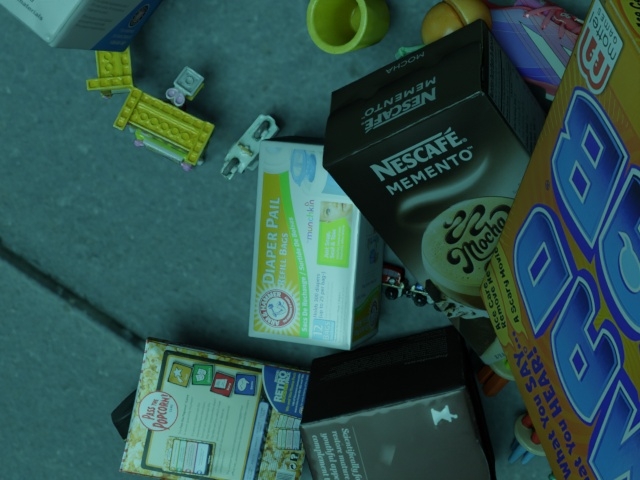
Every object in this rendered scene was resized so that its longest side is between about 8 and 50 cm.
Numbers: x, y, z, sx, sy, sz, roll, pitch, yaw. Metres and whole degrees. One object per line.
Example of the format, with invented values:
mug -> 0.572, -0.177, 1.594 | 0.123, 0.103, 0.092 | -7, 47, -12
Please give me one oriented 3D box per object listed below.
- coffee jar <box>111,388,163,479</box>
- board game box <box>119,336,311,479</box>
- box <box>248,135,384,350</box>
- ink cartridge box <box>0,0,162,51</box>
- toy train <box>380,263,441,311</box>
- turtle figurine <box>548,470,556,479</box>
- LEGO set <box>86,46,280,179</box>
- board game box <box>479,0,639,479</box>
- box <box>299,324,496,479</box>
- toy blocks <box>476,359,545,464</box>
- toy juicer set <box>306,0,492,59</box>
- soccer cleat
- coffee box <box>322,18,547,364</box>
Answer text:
coffee jar -> -0.148, 0.238, 1.694 | 0.096, 0.079, 0.184 | -37, 93, 24
board game box -> -0.107, 0.194, 1.628 | 0.193, 0.045, 0.147 | 12, 90, -4
box -> 0.000, 0.000, 1.531 | 0.114, 0.103, 0.203 | 6, 98, 17
ink cartridge box -> -0.169, -0.333, 1.396 | 0.129, 0.223, 0.307 | 40, 100, 5
toy train -> 0.072, 0.042, 1.583 | 0.158, 0.027, 0.036 | 13, 100, 15
turtle figurine -> 0.321, 0.208, 1.489 | 0.118, 0.175, 0.234 | 27, 124, -10
LEGO set -> -0.179, -0.167, 1.581 | 0.132, 0.107, 0.287 | -42, 86, -9
board game box -> 0.381, 0.045, 1.164 | 0.356, 0.356, 0.357 | -4, 139, -18
box -> 0.083, 0.206, 1.518 | 0.167, 0.203, 0.169 | -13, 102, 7
toy blocks -> 0.210, 0.160, 1.558 | 0.123, 0.054, 0.148 | 43, 133, 13
toy juicer set -> 0.105, -0.316, 1.374 | 0.209, 0.089, 0.329 | 19, 105, 31
soccer cleat -> 0.223, -0.182, 1.412 | 0.248, 0.083, 0.095 | 17, 109, 27
coffee box -> 0.152, -0.038, 1.412 | 0.168, 0.119, 0.297 | -25, 125, 25
